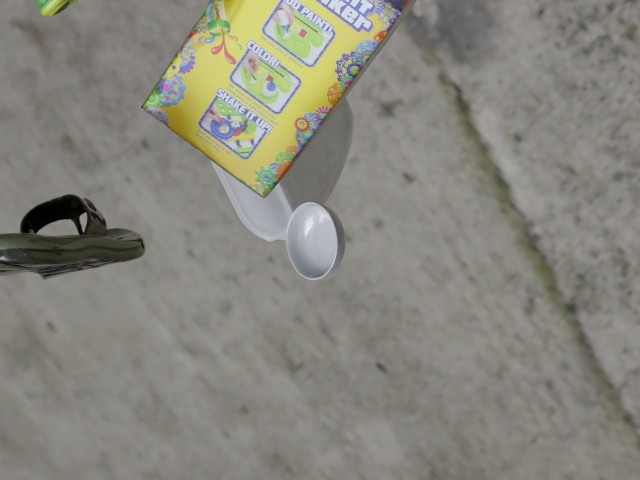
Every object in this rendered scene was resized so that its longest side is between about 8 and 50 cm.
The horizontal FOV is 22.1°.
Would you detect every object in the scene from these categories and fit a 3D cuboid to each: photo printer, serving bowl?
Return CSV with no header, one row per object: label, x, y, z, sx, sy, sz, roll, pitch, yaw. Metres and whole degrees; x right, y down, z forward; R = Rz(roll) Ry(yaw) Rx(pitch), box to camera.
photo printer,-0.063,-0.171,2.238,0.107,0.256,0.307,-3,129,30
serving bowl,0.000,0.000,1.754,0.083,0.027,0.083,4,95,49

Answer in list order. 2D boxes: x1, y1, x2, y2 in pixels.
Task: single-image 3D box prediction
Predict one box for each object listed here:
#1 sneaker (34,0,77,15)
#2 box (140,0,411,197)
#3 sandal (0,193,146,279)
sneaker,-0.272,-0.387,1.804,0.123,0.109,0.295,27,123,10
box,-0.017,-0.248,1.843,0.177,0.290,0.279,37,122,-1
sandal,-0.276,-0.009,1.772,0.303,0.120,0.086,7,-108,-77
